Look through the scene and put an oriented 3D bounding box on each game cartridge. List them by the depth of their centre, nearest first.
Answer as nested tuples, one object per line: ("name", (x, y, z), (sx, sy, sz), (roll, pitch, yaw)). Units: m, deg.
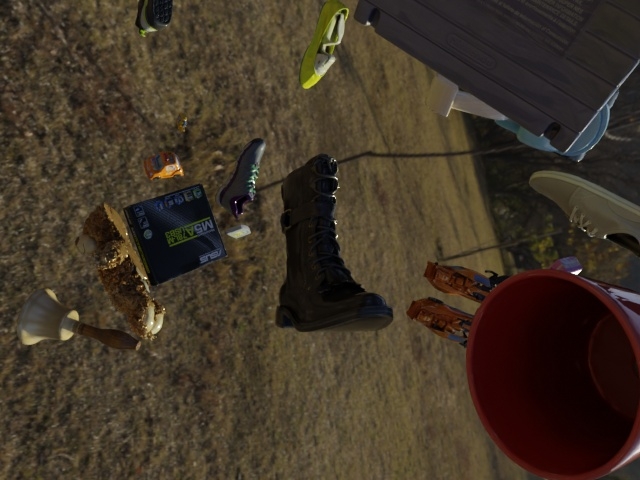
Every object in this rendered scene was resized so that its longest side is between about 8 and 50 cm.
("game cartridge", (0.228, -0.297, 0.719), (0.355, 0.230, 0.068), (37, 45, 11))
("game cartridge", (-0.236, -0.026, 1.663), (0.083, 0.055, 0.017), (37, 31, -74))

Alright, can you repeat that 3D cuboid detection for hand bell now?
("hand bell", (-0.499, 0.191, 1.220), (0.126, 0.241, 0.126), (14, 90, -82))

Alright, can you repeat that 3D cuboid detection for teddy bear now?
("teddy bear", (-0.470, 0.085, 1.330), (0.338, 0.113, 0.245), (63, -6, -7))

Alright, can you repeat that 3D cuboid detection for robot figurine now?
("robot figurine", (0.363, 0.166, 1.368), (0.085, 0.290, 0.211), (-127, -123, -74))

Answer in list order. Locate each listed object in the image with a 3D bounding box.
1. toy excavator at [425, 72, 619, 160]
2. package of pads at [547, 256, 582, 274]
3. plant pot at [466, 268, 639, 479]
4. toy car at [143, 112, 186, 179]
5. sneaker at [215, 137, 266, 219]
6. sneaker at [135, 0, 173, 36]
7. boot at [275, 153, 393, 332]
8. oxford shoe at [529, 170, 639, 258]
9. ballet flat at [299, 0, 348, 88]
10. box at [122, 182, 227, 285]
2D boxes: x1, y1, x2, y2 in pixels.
("toy excavator", (0.552, -0.366, 1.562), (0.445, 0.432, 0.223), (-33, 148, -52))
("package of pads", (0.394, 0.064, 0.960), (0.050, 0.083, 0.032), (-5, 51, -33))
("plant pot", (0.385, 0.176, 0.789), (0.243, 0.275, 0.275), (4, 69, -30))
("toy car", (-0.237, -0.151, 0.879), (0.060, 0.040, 0.122), (7, 64, -22))
("sneaker", (-0.194, -0.167, 1.564), (0.098, 0.224, 0.083), (41, 19, 24))
("sneaker", (-0.411, -0.615, 1.401), (0.084, 0.097, 0.235), (27, 67, -49))
("boot", (0.000, 0.000, 0.735), (0.091, 0.263, 0.229), (5, 83, -29))
("oxford shoe", (0.850, -0.087, 1.792), (0.130, 0.449, 0.169), (-55, 152, -2))
("ballet flat", (0.012, -0.496, 1.461), (0.077, 0.077, 0.231), (0, 114, -55))
("box", (-0.325, -0.016, 1.294), (0.190, 0.045, 0.184), (-23, 98, -38))
